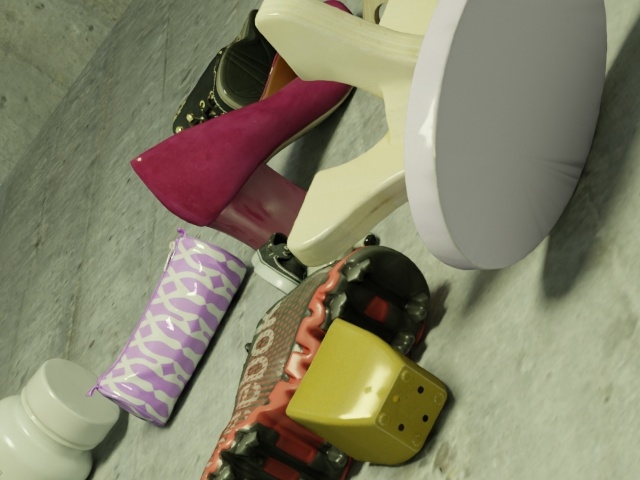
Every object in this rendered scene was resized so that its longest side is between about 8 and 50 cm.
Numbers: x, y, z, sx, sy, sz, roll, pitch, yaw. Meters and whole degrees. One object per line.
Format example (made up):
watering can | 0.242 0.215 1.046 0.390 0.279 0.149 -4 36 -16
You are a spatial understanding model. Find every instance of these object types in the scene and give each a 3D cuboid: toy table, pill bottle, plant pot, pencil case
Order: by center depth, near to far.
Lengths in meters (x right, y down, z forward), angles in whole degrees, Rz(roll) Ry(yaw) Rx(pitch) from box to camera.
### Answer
plant pot | 0.042 0.113 1.174 0.083 0.081 0.081 8 66 57
toy table | 0.085 -0.098 1.182 0.160 0.252 0.274 -4 40 41
pencil case | -0.155 0.089 1.697 0.206 0.088 0.086 -64 17 -16
pill bottle | -0.327 0.246 1.815 0.229 0.131 0.131 -51 19 19

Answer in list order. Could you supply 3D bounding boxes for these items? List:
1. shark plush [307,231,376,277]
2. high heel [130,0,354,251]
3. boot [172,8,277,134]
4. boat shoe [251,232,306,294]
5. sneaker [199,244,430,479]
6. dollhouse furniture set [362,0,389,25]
shark plush | 0.000 0.000 1.507 0.161 0.073 0.067 -113 27 -63
high heel | -0.070 -0.162 1.736 0.127 0.181 0.377 -41 25 41
boot | -0.118 -0.170 2.035 0.178 0.085 0.236 -49 13 29
boat shoe | -0.036 0.022 1.568 0.040 0.049 0.142 -56 16 3
sneaker | -0.020 0.128 1.275 0.276 0.097 0.135 -59 18 -11
dollhouse furniture set | 0.154 -0.212 1.473 0.161 0.101 0.182 19 37 32
